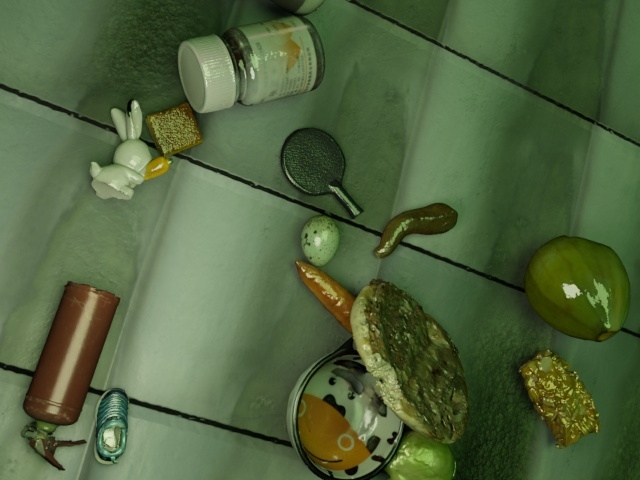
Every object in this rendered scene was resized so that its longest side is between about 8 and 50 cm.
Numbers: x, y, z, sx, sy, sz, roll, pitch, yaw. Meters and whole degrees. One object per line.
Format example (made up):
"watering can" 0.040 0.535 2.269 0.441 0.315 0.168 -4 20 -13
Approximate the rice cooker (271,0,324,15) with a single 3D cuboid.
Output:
"rice cooker" -0.071 -0.642 1.719 0.277 0.288 0.288 30 73 -17

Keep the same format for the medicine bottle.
"medicine bottle" -0.141 -0.363 1.709 0.273 0.165 0.165 -19 92 -26

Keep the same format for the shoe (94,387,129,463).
"shoe" -0.393 0.351 1.565 0.064 0.071 0.143 10 75 -24

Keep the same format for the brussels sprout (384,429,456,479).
"brussels sprout" 0.213 0.478 1.796 0.145 0.131 0.183 -46 104 1

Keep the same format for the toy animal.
"toy animal" -0.370 -0.171 1.613 0.127 0.131 0.181 47 56 -36

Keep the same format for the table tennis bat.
"table tennis bat" 0.010 -0.144 1.829 0.150 0.027 0.236 -45 101 -22

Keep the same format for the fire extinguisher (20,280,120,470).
"fire extinguisher" -0.459 0.255 1.538 0.147 0.106 0.337 29 73 -45

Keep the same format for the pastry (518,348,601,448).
"pastry" 0.574 0.364 1.980 0.154 0.102 0.250 -29 96 -25

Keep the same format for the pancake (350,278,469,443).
"pancake" 0.192 0.252 1.738 0.382 0.071 0.382 40 30 -29

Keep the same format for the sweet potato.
"sweet potato" 0.217 -0.032 1.891 0.233 0.062 0.081 -21 94 -22

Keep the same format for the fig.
"fig" 0.609 0.121 1.941 0.239 0.239 0.271 12 38 -23

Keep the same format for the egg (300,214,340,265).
"egg" 0.000 0.000 1.774 0.085 0.085 0.110 -2 90 -24

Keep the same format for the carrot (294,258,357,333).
"carrot" 0.017 0.111 1.779 0.205 0.072 0.072 43 69 -13

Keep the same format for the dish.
"dish" 0.039 0.357 1.726 0.303 0.120 0.303 3 84 -30

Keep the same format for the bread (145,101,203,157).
"bread" -0.299 -0.225 1.693 0.094 0.035 0.090 -25 95 -25
